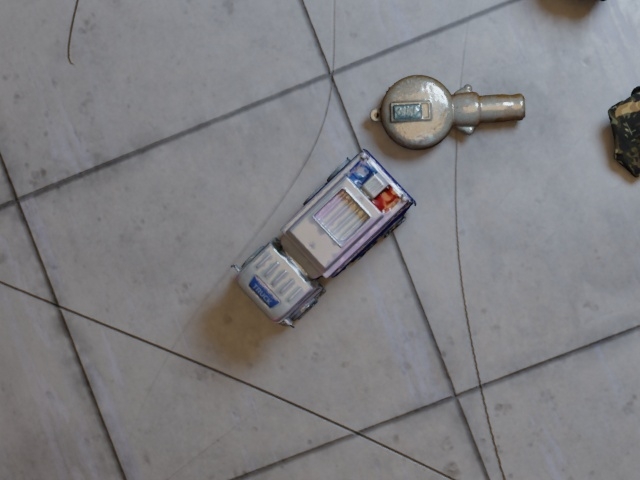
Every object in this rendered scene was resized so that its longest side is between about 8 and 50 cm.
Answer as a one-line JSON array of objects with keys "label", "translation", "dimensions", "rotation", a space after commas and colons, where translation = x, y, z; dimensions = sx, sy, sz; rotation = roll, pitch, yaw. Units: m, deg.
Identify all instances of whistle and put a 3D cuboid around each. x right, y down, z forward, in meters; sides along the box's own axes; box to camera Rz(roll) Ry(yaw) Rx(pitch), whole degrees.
[{"label": "whistle", "translation": [0.179, -0.183, 1.844], "dimensions": [0.220, 0.057, 0.107], "rotation": [-2, 90, 3]}]

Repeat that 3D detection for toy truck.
[{"label": "toy truck", "translation": [0.000, 0.000, 1.812], "dimensions": [0.268, 0.155, 0.124], "rotation": [-44, 87, 4]}]

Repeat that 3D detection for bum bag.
[{"label": "bum bag", "translation": [0.502, -0.200, 1.809], "dimensions": [0.248, 0.069, 0.102], "rotation": [-41, 124, 3]}]
